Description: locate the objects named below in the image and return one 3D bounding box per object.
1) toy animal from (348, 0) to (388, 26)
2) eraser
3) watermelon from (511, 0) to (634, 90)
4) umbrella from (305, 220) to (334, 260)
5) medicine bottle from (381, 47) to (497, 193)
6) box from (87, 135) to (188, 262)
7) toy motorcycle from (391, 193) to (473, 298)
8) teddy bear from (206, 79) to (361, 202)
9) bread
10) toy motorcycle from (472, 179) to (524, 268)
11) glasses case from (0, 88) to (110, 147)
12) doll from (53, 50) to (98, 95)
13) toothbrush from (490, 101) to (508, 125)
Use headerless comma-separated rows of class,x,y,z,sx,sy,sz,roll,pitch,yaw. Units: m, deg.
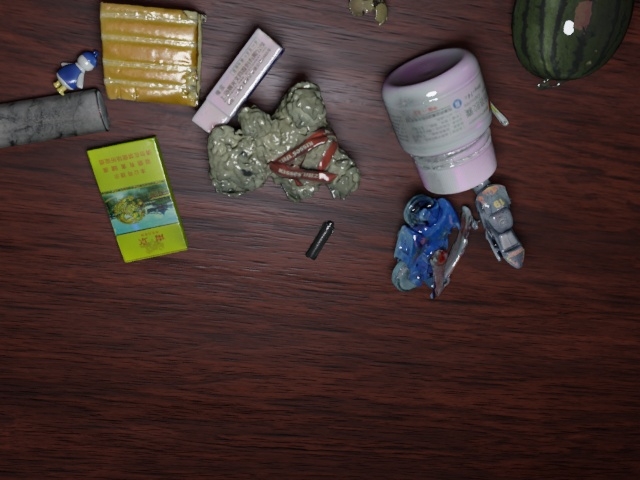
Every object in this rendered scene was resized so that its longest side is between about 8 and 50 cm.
toy animal,0.123,-0.672,1.418,0.214,0.094,0.186,39,97,-10
eraser,-0.213,-0.409,1.451,0.086,0.130,0.287,37,104,-16
watermelon,0.626,-0.560,1.407,0.279,0.279,0.359,0,109,-6
umbrella,0.001,0.001,1.679,0.036,0.031,0.133,20,109,-41
medicine bottle,0.325,-0.310,1.478,0.256,0.256,0.324,-25,118,3
box,-0.507,-0.112,1.573,0.187,0.047,0.335,-12,112,-2
toy motorcycle,0.320,0.001,1.663,0.182,0.241,0.319,24,120,29
teddy bear,-0.119,-0.213,1.467,0.368,0.224,0.357,-31,134,0
bread,-0.416,-0.466,1.416,0.246,0.111,0.239,1,113,-9
toy motorcycle,0.508,-0.069,1.633,0.108,0.173,0.307,-26,109,2
glasses case,-0.716,-0.319,1.464,0.299,0.060,0.114,-9,112,-3
doll,-0.622,-0.434,1.430,0.143,0.057,0.099,-43,72,2
toothbrush,0.449,-0.416,1.574,0.022,0.026,0.263,-42,109,16
